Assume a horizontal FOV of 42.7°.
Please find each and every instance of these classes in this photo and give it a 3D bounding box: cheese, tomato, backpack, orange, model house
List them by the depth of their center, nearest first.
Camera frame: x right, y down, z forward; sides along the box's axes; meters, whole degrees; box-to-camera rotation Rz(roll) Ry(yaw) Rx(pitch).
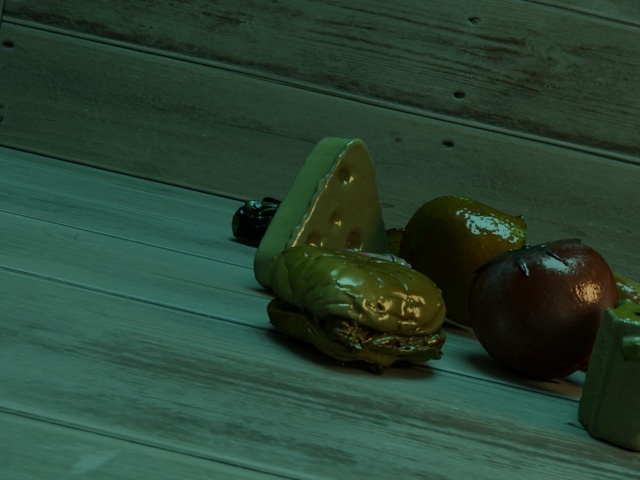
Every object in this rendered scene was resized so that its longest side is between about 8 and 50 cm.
[{"bbox_3d":[0.470,0.198,1.219,0.174,0.193,0.234,18,11,38],"label":"model house"},{"bbox_3d":[0.400,0.124,1.466,0.264,0.265,0.265,13,6,-1],"label":"tomato"},{"bbox_3d":[0.000,0.001,1.776,0.104,0.384,0.384,10,4,39],"label":"cheese"},{"bbox_3d":[0.294,0.040,1.782,0.196,0.263,0.334,0,24,-41],"label":"orange"},{"bbox_3d":[-0.119,-0.046,2.381,0.253,0.140,0.207,10,8,12],"label":"backpack"}]

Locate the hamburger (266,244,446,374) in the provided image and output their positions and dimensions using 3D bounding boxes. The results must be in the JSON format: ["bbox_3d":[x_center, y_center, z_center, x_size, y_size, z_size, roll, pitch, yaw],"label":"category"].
[{"bbox_3d":[0.067,0.108,1.352,0.318,0.158,0.318,13,8,-2],"label":"hamburger"}]

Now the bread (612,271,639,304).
[{"bbox_3d":[0.693,0.161,2.033,0.133,0.179,0.250,18,10,-47],"label":"bread"}]

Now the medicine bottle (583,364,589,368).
[{"bbox_3d":[0.595,0.220,1.676,0.191,0.096,0.096,10,7,-28],"label":"medicine bottle"}]

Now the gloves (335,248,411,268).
[{"bbox_3d":[0.108,0.076,1.682,0.241,0.126,0.145,39,-10,-19],"label":"gloves"}]

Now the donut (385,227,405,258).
[{"bbox_3d":[0.250,0.033,2.230,0.253,0.118,0.253,-1,-15,0],"label":"donut"}]
